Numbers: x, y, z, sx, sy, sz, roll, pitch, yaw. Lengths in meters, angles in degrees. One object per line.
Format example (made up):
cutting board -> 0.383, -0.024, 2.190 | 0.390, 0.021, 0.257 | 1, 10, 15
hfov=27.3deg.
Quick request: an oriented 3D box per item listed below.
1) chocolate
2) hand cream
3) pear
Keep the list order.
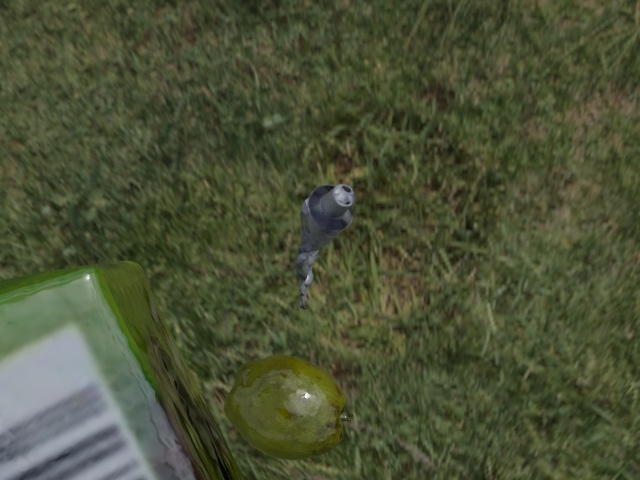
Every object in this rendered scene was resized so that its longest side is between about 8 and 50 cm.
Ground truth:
chocolate -> -0.111, 0.155, 0.726 | 0.137, 0.289, 0.301 | -25, 91, -4
hand cream -> -0.004, -0.001, 1.426 | 0.050, 0.257, 0.084 | 11, 70, -6
pear -> -0.033, 0.172, 1.365 | 0.131, 0.107, 0.107 | 14, 74, 2
